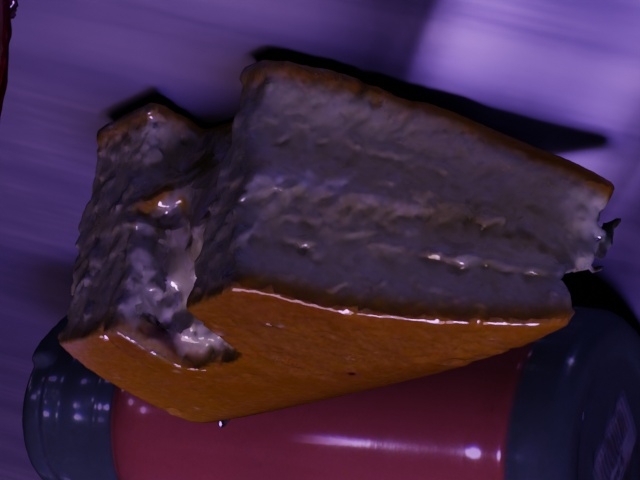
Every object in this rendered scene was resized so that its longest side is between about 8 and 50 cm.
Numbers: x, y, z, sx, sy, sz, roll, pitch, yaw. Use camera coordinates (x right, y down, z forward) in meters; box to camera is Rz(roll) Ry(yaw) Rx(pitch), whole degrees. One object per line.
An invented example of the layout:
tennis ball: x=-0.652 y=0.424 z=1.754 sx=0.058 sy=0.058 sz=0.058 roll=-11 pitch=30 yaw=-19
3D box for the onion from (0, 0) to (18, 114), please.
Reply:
onion: x=-0.301 y=-0.032 z=0.634 sx=0.347 sy=0.385 sz=0.348 roll=23 pitch=162 yaw=8

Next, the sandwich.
sandwich: x=0.000 y=0.000 z=0.788 sx=0.235 sy=0.122 sz=0.128 roll=-17 pitch=139 yaw=43

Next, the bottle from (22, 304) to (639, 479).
bottle: x=-0.003 y=0.095 z=0.937 sx=0.336 sy=0.144 sz=0.144 roll=3 pitch=148 yaw=30
